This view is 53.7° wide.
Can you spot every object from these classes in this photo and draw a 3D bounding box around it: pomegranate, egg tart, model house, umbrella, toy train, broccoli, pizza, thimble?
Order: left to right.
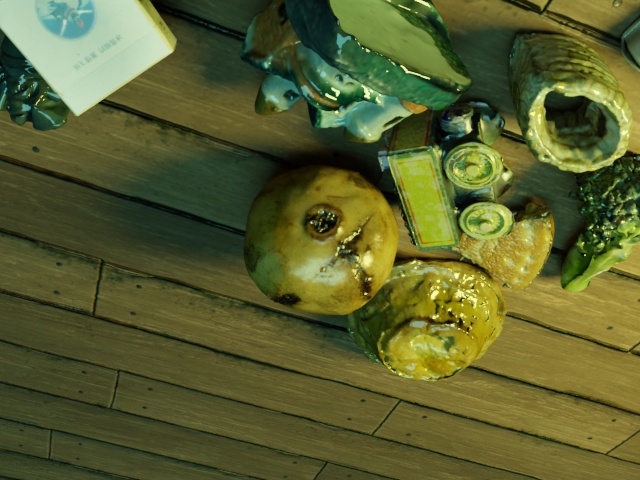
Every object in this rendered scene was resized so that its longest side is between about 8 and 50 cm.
[{"bbox_3d":[-0.396,-0.309,0.888,0.143,0.094,0.349,18,129,-22],"label":"umbrella"},{"bbox_3d":[0.000,0.000,1.045,0.260,0.260,0.260,3,133,3],"label":"pomegranate"},{"bbox_3d":[0.011,-0.224,0.852,0.253,0.185,0.291,8,154,-41],"label":"model house"},{"bbox_3d":[0.208,0.180,1.264,0.341,0.129,0.341,4,134,4],"label":"egg tart"},{"bbox_3d":[0.209,-0.099,0.999,0.177,0.134,0.261,-6,132,23],"label":"toy train"},{"bbox_3d":[0.307,0.000,1.130,0.198,0.062,0.188,12,128,3],"label":"pizza"},{"bbox_3d":[0.338,-0.197,0.880,0.137,0.143,0.190,-31,123,31],"label":"thimble"},{"bbox_3d":[0.475,-0.008,1.072,0.164,0.146,0.304,-4,144,-4],"label":"broccoli"}]

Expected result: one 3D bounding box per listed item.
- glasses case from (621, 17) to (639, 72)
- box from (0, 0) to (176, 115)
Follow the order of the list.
[{"bbox_3d":[0.572,-0.228,0.867,0.308,0.083,0.128,23,132,-15],"label":"glasses case"},{"bbox_3d":[-0.325,-0.310,0.794,0.164,0.069,0.256,-30,120,9],"label":"box"}]
